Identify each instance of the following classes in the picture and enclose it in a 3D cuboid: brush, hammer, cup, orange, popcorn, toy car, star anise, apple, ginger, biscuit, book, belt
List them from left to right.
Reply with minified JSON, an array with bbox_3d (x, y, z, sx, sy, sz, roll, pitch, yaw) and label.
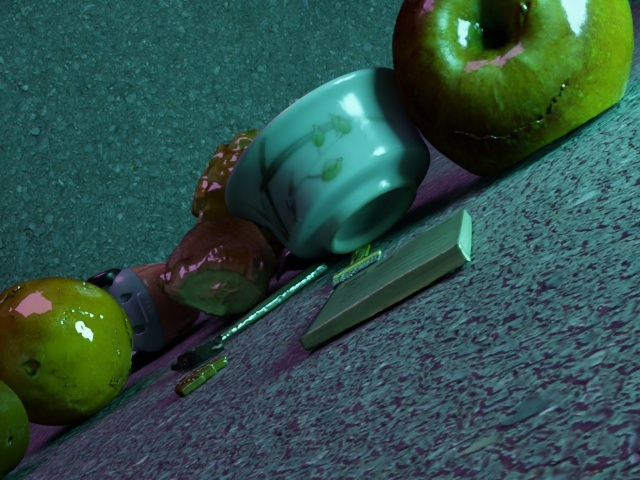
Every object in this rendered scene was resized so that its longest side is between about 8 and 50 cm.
[{"bbox_3d":[-0.543,0.294,1.740,0.261,0.184,0.105,-27,8,38],"label":"belt"},{"bbox_3d":[-0.414,0.173,1.863,0.240,0.240,0.240,-31,5,3],"label":"orange"},{"bbox_3d":[-0.339,0.133,2.217,0.212,0.180,0.270,-22,-1,-37],"label":"toy car"},{"bbox_3d":[-0.165,0.181,1.556,0.082,0.016,0.092,-28,4,27],"label":"biscuit"},{"bbox_3d":[-0.187,0.048,2.034,0.221,0.130,0.276,-27,20,-32],"label":"ginger"},{"bbox_3d":[-0.099,0.109,1.803,0.297,0.027,0.125,-34,5,-34],"label":"hammer"},{"bbox_3d":[-0.100,-0.085,2.349,0.335,0.279,0.274,-43,-17,16],"label":"popcorn"},{"bbox_3d":[0.000,0.000,2.063,0.205,0.061,0.180,-32,5,-2],"label":"star anise"},{"bbox_3d":[0.038,-0.092,1.850,0.347,0.163,0.347,-31,-22,-14],"label":"cup"},{"bbox_3d":[0.057,0.028,1.748,0.082,0.010,0.218,-31,5,9],"label":"brush"},{"bbox_3d":[0.085,0.039,1.404,0.215,0.025,0.282,-31,4,14],"label":"book"},{"bbox_3d":[0.296,-0.280,1.810,0.374,0.374,0.384,-138,67,-85],"label":"apple"}]
